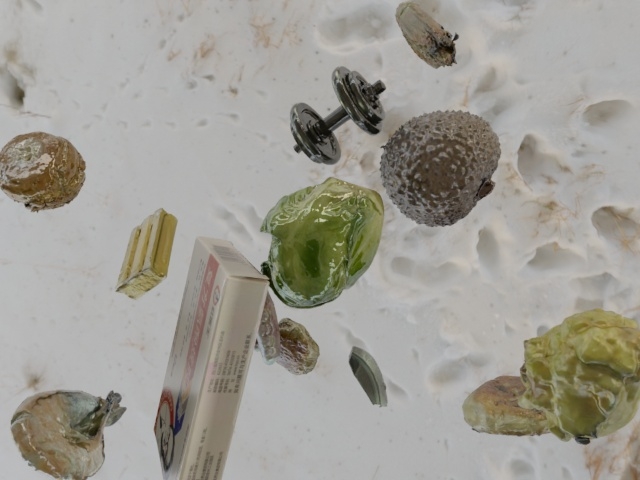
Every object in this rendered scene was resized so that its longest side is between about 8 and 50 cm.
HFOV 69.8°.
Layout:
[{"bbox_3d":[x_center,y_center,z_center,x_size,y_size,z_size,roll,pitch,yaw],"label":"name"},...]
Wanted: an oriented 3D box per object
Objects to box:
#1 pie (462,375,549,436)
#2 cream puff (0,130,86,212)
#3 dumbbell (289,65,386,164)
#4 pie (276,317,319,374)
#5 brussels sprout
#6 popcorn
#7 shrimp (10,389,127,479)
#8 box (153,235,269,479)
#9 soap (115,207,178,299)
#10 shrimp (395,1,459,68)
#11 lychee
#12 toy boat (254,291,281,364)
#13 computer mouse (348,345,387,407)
[{"bbox_3d":[0.558,0.461,1.292,0.315,0.315,0.092,-7,91,25],"label":"pie"},{"bbox_3d":[-0.515,-0.123,0.857,0.150,0.115,0.165,-9,57,3],"label":"cream puff"},{"bbox_3d":[0.041,-0.312,1.168,0.290,0.192,0.192,-31,90,28],"label":"dumbbell"},{"bbox_3d":[-0.080,0.306,1.302,0.163,0.079,0.193,33,133,14],"label":"pie"},{"bbox_3d":[0.001,0.001,0.970,0.227,0.259,0.294,31,97,13],"label":"brussels sprout"},{"bbox_3d":[0.527,0.270,0.918,0.252,0.215,0.286,5,114,4],"label":"popcorn"},{"bbox_3d":[-0.572,0.445,1.104,0.110,0.445,0.221,-39,85,-8],"label":"shrimp"},{"bbox_3d":[-0.174,0.188,0.681,0.214,0.069,0.353,30,109,61],"label":"box"},{"bbox_3d":[-0.628,0.043,1.677,0.199,0.315,0.091,-32,130,22],"label":"soap"},{"bbox_3d":[0.147,-0.271,0.624,0.042,0.190,0.101,-33,125,13],"label":"shrimp"},{"bbox_3d":[0.297,-0.185,1.143,0.300,0.300,0.300,6,106,22],"label":"lychee"},{"bbox_3d":[-0.173,0.212,1.191,0.155,0.085,0.227,29,129,56],"label":"toy boat"},{"bbox_3d":[0.173,0.452,1.537,0.071,0.126,0.231,-33,84,14],"label":"computer mouse"}]
